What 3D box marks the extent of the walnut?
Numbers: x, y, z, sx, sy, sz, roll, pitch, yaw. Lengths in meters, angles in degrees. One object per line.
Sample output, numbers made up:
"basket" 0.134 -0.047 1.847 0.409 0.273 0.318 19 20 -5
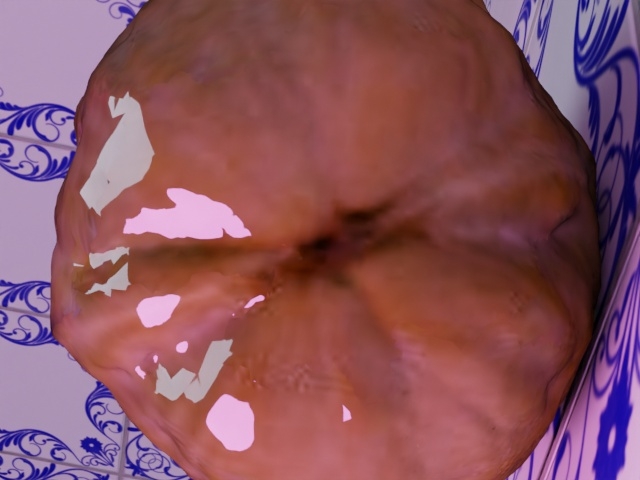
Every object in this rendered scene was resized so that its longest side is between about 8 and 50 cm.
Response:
"walnut" 0.003 -0.002 0.779 0.344 0.306 0.306 -179 100 -82
